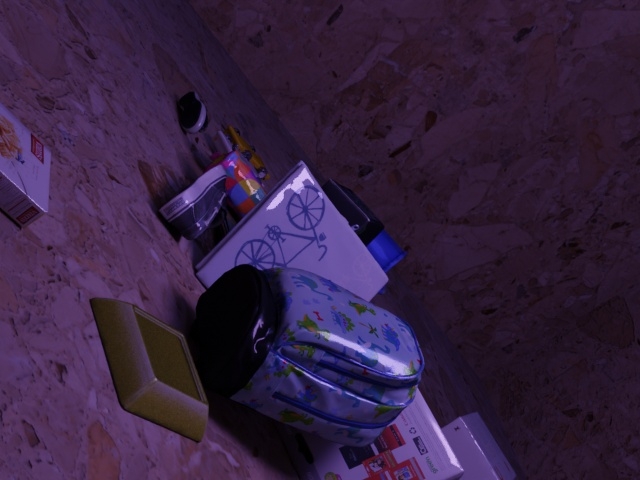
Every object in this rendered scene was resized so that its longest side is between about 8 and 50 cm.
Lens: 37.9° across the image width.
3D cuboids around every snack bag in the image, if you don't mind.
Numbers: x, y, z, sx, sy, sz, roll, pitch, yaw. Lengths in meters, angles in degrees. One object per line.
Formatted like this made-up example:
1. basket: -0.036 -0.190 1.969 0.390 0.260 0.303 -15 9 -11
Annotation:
1. snack bag: -0.042 0.069 1.867 0.342 0.323 0.037 51 -22 -24

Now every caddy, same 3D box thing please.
1. caddy: 0.134 0.086 2.736 0.179 0.241 0.341 52 10 3

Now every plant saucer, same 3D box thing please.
1. plant saucer: -0.227 0.172 1.309 0.188 0.045 0.188 43 16 -53

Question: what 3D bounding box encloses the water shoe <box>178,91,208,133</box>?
1. water shoe: -0.311 -0.314 2.384 0.080 0.073 0.203 52 11 -32

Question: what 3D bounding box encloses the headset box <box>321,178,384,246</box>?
1. headset box: 0.000 0.000 2.083 0.131 0.246 0.283 47 6 10

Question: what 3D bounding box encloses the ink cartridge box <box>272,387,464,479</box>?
1. ink cartridge box: 0.061 0.358 1.702 0.130 0.271 0.309 98 -32 -56

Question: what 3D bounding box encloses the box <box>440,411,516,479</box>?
1. box: 0.385 0.596 2.494 0.215 0.168 0.345 59 10 16

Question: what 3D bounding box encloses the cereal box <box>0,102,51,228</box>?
1. cereal box: -0.455 -0.146 1.234 0.240 0.047 0.173 49 12 -35

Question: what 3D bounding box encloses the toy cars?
1. toy cars: -0.216 -0.196 2.374 0.176 0.087 0.394 56 7 -8

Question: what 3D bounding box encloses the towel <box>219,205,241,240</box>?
1. towel: -0.160 0.016 2.158 0.271 0.040 0.370 51 9 -30

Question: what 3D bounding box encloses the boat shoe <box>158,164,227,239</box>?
1. boat shoe: -0.234 -0.073 1.883 0.102 0.108 0.301 54 13 -9

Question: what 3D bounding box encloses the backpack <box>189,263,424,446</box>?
1. backpack: -0.005 0.193 1.540 0.355 0.273 0.290 44 13 -23

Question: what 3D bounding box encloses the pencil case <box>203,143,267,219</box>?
1. pencil case: -0.166 -0.098 2.107 0.236 0.104 0.104 54 10 -14
